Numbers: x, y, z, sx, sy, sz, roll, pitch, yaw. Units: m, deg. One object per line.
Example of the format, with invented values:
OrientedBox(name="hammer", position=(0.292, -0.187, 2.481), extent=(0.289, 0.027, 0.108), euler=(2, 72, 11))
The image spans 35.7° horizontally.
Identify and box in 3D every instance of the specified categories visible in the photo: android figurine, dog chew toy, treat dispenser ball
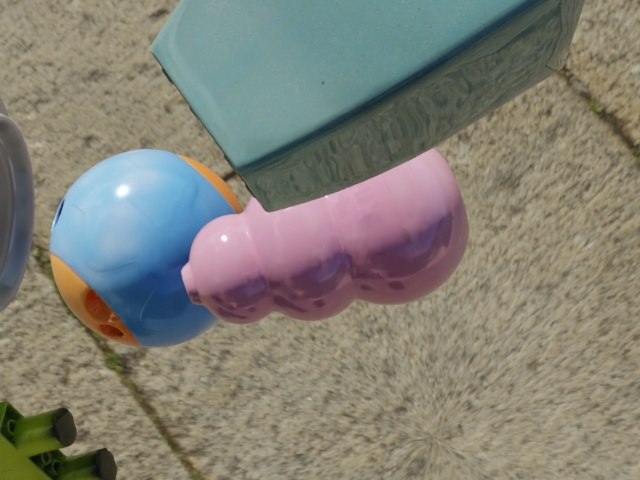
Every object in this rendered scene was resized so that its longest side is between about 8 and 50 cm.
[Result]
OrientedBox(name="android figurine", position=(-0.371, 0.259, 1.087), extent=(0.273, 0.248, 0.056), euler=(-16, 43, 13))
OrientedBox(name="dog chew toy", position=(0.000, 0.000, 1.166), extent=(0.332, 0.206, 0.206), euler=(-18, 77, -4))
OrientedBox(name="treat dispenser ball", position=(-0.245, 0.012, 1.441), extent=(0.288, 0.288, 0.288), euler=(-1, 79, 6))

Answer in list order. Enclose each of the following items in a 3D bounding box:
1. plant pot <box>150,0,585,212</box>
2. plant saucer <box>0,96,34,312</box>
OrientedBox(name="plant pot", position=(0.023, -0.135, 0.645), extent=(0.234, 0.166, 0.165), euler=(-36, 77, -2))
OrientedBox(name="plant saucer", position=(-0.380, -0.027, 1.029), extent=(0.100, 0.400, 0.400), euler=(4, 79, 4))
